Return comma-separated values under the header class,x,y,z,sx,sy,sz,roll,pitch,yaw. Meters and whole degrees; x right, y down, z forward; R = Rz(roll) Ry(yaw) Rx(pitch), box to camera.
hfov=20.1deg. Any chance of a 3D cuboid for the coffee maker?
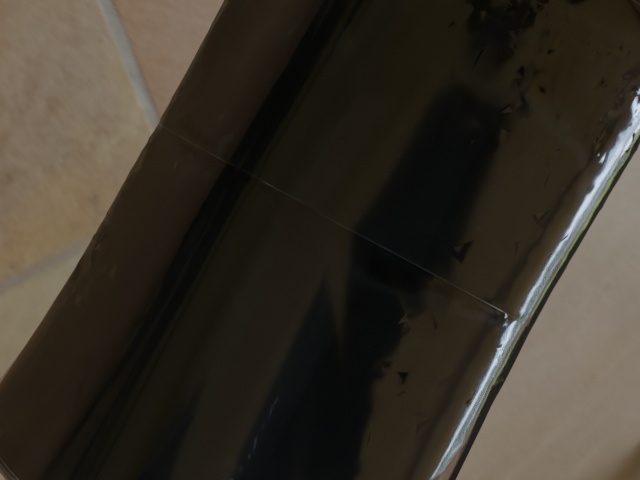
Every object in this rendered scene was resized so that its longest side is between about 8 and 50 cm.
class,x,y,z,sx,sy,sz,roll,pitch,yaw
coffee maker,0.000,0.000,0.437,0.120,0.171,0.178,27,90,-5
